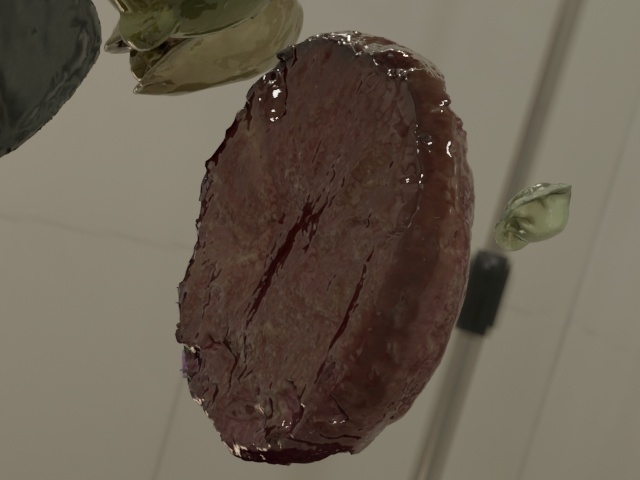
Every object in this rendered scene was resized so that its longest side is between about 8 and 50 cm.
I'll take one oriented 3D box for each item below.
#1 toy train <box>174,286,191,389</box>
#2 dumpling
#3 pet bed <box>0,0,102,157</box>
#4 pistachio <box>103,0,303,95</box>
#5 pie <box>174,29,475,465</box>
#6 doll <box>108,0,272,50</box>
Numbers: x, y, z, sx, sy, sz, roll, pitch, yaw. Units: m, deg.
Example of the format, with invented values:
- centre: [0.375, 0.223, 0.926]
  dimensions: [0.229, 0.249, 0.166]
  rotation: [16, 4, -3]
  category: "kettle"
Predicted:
- centre: [-0.026, 0.086, 1.960]
  dimensions: [0.261, 0.134, 0.177]
  rotation: [-5, -1, -45]
  category: "toy train"
- centre: [0.159, -0.019, 1.379]
  dimensions: [0.059, 0.043, 0.077]
  rotation: [-17, -4, -31]
  category: "dumpling"
- centre: [-0.224, -0.148, 1.031]
  dimensions: [0.183, 0.211, 0.159]
  rotation: [-29, 52, -22]
  category: "pet bed"
- centre: [-0.102, -0.202, 1.690]
  dimensions: [0.152, 0.126, 0.223]
  rotation: [-30, 1, 44]
  category: "pistachio"
- centre: [0.000, 0.000, 0.589]
  dimensions: [0.036, 0.154, 0.154]
  rotation: [16, 8, -31]
  category: "pie"
- centre: [-0.106, -0.268, 1.402]
  dimensions: [0.161, 0.177, 0.261]
  rotation: [38, 21, -36]
  category: "doll"
